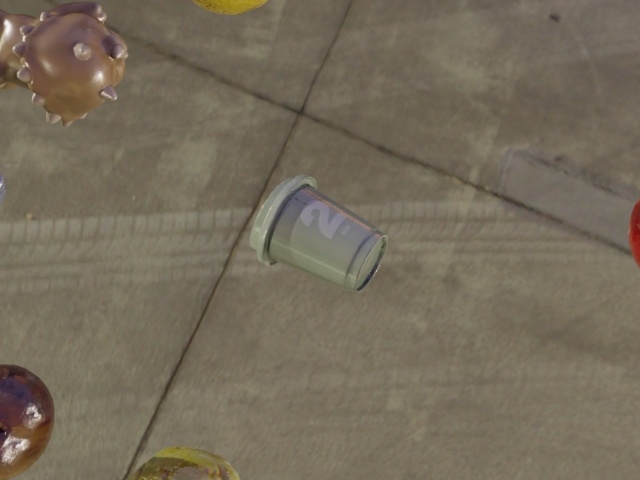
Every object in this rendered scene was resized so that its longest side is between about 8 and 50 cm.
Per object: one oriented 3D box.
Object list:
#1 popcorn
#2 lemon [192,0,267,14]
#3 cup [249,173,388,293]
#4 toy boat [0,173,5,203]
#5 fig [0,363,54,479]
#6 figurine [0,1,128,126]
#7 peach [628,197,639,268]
[{"bbox_3d":[-0.222,0.423,1.535,0.204,0.221,0.184,-1,62,-40],"label":"popcorn"},{"bbox_3d":[-0.186,-0.578,1.906,0.258,0.310,0.258,-3,68,8],"label":"lemon"},{"bbox_3d":[0.000,0.000,1.137,0.141,0.120,0.120,31,58,16],"label":"cup"},{"bbox_3d":[-0.573,-0.107,1.359,0.283,0.078,0.127,29,72,10],"label":"toy boat"},{"bbox_3d":[-0.466,0.275,1.430,0.145,0.274,0.170,33,73,1],"label":"fig"},{"bbox_3d":[-0.418,-0.268,1.501,0.247,0.177,0.173,5,44,5],"label":"figurine"},{"bbox_3d":[0.297,0.000,0.837,0.098,0.061,0.098,31,47,-41],"label":"peach"}]
